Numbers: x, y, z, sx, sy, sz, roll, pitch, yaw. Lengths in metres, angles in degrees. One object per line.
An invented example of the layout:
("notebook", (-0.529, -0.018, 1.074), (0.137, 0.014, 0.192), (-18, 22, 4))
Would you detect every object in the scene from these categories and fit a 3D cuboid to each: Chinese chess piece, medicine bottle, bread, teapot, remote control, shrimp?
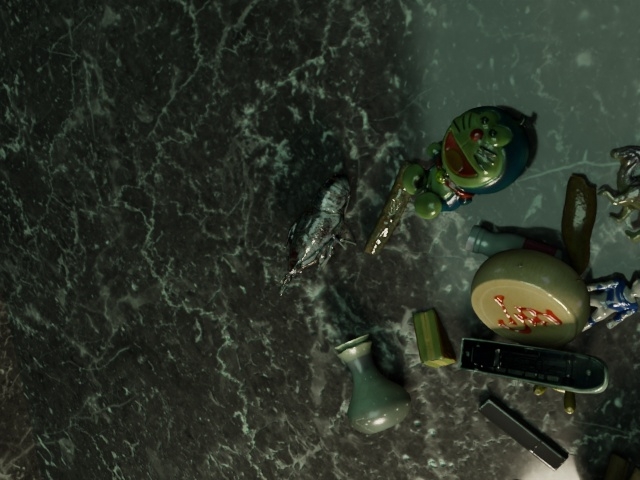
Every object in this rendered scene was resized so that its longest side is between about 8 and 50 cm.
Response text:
("Chinese chess piece", (0.482, 0.137, 1.446), (0.273, 0.102, 0.273), (24, 146, 17))
("medicine bottle", (0.464, 0.029, 1.503), (0.216, 0.090, 0.091), (21, 109, 20))
("bread", (0.304, 0.263, 1.674), (0.074, 0.084, 0.139), (-24, 60, 28))
("teapot", (0.133, 0.388, 1.702), (0.183, 0.183, 0.251), (-27, 78, 27))
("remote control", (0.524, 0.500, 1.618), (0.245, 0.025, 0.063), (37, 110, 13))
("shrimp", (0.001, -0.002, 1.687), (0.172, 0.137, 0.372), (28, 111, 13))

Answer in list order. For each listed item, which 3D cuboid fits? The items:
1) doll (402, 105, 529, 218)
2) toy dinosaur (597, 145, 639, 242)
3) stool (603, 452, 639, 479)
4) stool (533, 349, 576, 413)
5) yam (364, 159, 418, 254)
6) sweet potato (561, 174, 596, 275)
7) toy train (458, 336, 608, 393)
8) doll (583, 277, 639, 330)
("doll", (0.352, -0.188, 1.459), (0.322, 0.186, 0.199), (-37, 65, 40))
("toy dinosaur", (0.728, -0.075, 1.364), (0.294, 0.077, 0.162), (47, 115, 9))
("stool", (0.727, 0.629, 1.420), (0.272, 0.272, 0.179), (34, 88, 14))
("stool", (0.586, 0.334, 1.503), (0.135, 0.110, 0.134), (-18, 94, 28))
("yam", (0.188, -0.081, 1.624), (0.061, 0.061, 0.274), (31, 114, 16))
("sweet potato", (0.598, -0.029, 1.437), (0.077, 0.077, 0.244), (2, 101, 25))
("toy train", (0.496, 0.288, 1.436), (0.407, 0.088, 0.087), (-2, 78, 58))
("doll", (0.683, 0.139, 1.447), (0.227, 0.057, 0.114), (-30, 82, 36))
